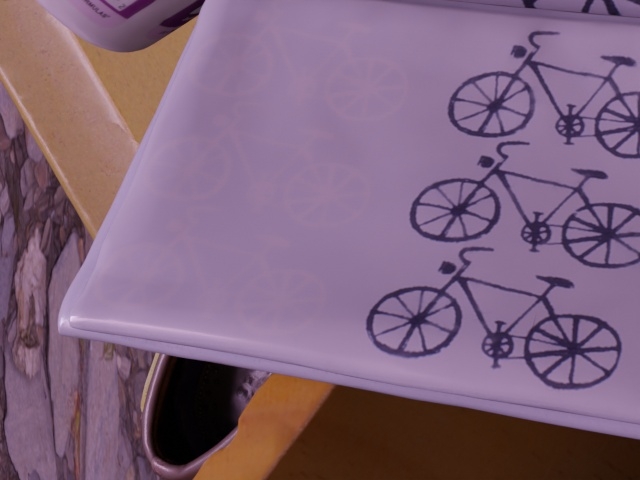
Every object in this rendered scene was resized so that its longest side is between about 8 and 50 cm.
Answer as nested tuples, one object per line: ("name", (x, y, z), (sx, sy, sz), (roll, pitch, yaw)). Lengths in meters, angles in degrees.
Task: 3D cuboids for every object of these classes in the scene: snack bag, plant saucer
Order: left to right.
("plant saucer", (-0.147, -0.174, 1.401), (0.332, 0.081, 0.333), (60, 148, 1))
("snack bag", (0.100, -0.081, 0.720), (0.037, 0.323, 0.342), (70, -146, -52))

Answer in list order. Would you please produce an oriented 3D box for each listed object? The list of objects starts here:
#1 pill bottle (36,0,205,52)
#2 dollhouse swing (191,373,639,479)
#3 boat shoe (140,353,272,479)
("pill bottle", (-0.045, -0.253, 1.113), (0.301, 0.169, 0.169), (-30, 62, 25))
("dollhouse swing", (-0.018, 0.126, 0.897), (0.347, 0.305, 0.315), (-54, 36, 2))
("boat shoe", (0.000, 0.000, 1.065), (0.116, 0.097, 0.324), (35, 105, 19))
